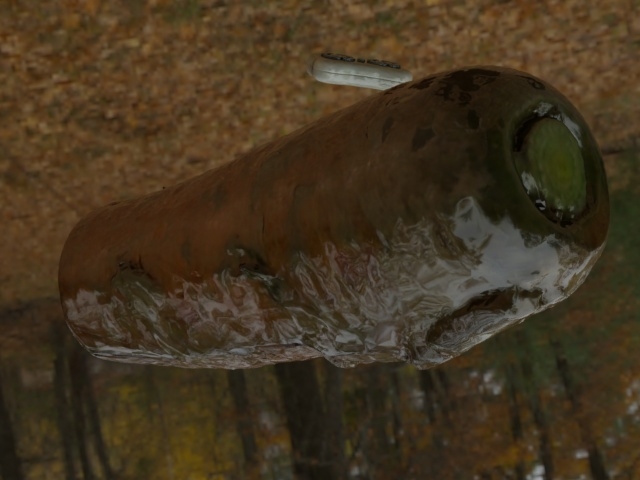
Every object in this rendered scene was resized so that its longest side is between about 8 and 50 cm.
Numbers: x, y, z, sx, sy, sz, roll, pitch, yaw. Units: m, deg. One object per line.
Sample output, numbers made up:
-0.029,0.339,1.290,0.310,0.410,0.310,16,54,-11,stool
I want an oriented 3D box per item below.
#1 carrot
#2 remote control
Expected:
0.000,0.000,0.571,0.302,0.138,0.139,-8,180,40,carrot
0.046,-0.200,1.312,0.122,0.032,0.074,6,-165,-17,remote control
